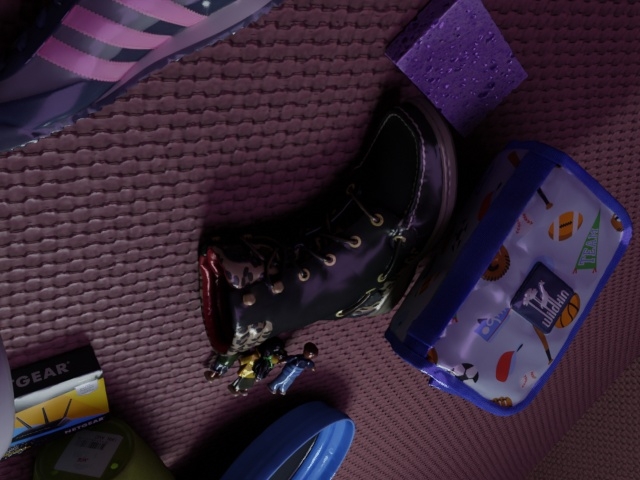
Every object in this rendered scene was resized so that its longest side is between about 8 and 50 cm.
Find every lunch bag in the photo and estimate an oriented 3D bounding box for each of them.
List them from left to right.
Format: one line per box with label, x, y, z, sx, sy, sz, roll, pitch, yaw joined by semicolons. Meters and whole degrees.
lunch bag;0.261;0.062;0.989;0.327;0.239;0.385;-57;155;0

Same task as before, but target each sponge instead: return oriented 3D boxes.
sponge;0.173;-0.216;0.858;0.117;0.031;0.210;-44;145;13

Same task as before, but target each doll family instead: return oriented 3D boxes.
doll family;-0.085;0.192;1.110;0.193;0.076;0.111;8;123;-52

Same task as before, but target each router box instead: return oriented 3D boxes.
router box;-0.374;0.218;0.914;0.179;0.046;0.133;-17;142;-24

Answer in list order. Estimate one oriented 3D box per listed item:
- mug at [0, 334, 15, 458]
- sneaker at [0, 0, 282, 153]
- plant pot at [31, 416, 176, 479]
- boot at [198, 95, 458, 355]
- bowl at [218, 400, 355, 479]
mug;-0.475;0.162;0.604;0.328;0.276;0.374;-12;171;-41
sneaker;-0.179;-0.189;0.551;0.319;0.112;0.131;-33;129;-7
plant pot;-0.320;0.412;1.044;0.275;0.275;0.293;-19;127;-23
boot;0.000;0.000;0.893;0.284;0.138;0.377;-15;147;-26
bowl;-0.089;0.476;1.354;0.391;0.077;0.391;-39;151;-27
